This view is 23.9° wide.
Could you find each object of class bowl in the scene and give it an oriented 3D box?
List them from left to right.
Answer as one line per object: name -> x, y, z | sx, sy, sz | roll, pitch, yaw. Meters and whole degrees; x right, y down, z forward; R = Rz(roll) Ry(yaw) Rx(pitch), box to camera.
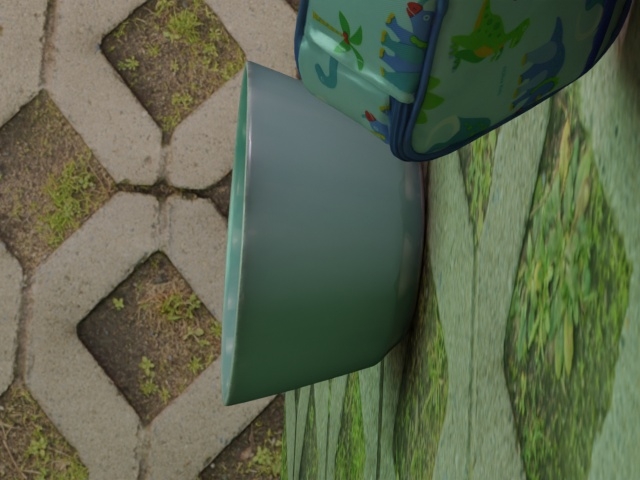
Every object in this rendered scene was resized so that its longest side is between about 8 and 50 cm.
bowl -> 0.000, 0.000, 1.368 | 0.311, 0.163, 0.312 | -175, 90, -84

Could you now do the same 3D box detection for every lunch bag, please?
lunch bag -> 0.083, -0.154, 0.670 | 0.090, 0.176, 0.219 | 37, 136, 28
